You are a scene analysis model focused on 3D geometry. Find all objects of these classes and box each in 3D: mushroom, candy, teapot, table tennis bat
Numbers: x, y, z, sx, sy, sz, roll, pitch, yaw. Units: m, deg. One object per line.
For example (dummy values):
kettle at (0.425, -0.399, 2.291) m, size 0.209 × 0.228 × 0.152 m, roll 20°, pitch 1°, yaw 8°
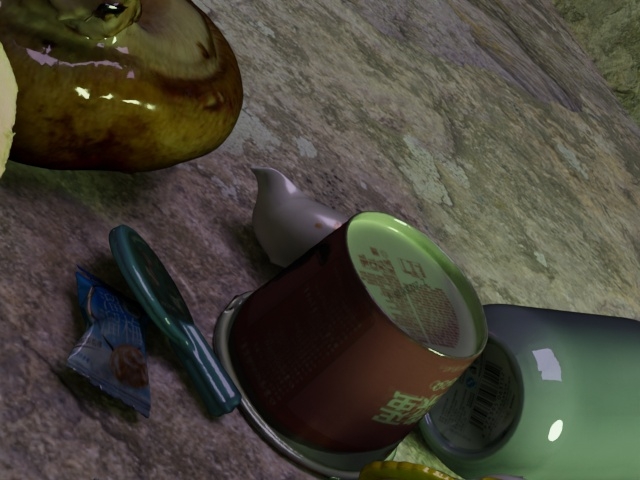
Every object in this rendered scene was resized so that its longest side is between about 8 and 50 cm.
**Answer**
mushroom at (-0.214, -0.209, 1.023) m, size 0.345 × 0.259 × 0.345 m, roll 28°, pitch 33°, yaw -20°
candy at (-0.182, 0.085, 0.919) m, size 0.088 × 0.038 × 0.136 m, roll 40°, pitch 25°, yaw -32°
teapot at (0.000, 0.000, 1.187) m, size 0.226 × 0.092 × 0.145 m, roll 26°, pitch -3°, yaw -33°
table tennis bat at (-0.135, 0.072, 0.975) m, size 0.201 × 0.033 × 0.124 m, roll 57°, pitch 4°, yaw 9°

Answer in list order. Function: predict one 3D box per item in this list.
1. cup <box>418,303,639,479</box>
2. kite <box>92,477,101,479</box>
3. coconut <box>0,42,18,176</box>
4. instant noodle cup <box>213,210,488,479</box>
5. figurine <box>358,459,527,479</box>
cup at (0.260, 0.175, 1.204) m, size 0.312 × 0.205 × 0.205 m, roll 12°, pitch 43°, yaw -45°
kite at (-0.185, 0.225, 0.764) m, size 0.137 × 0.005 × 0.152 m, roll 32°, pitch 30°, yaw -23°
coconut at (-0.359, -0.089, 0.714) m, size 0.233 × 0.245 × 0.233 m, roll -6°, pitch 90°, yaw -73°
instant noodle cup at (0.040, 0.094, 1.048) m, size 0.235 × 0.178 × 0.234 m, roll 31°, pitch 33°, yaw -23°
figurine at (0.118, 0.248, 0.993) m, size 0.129 × 0.178 × 0.109 m, roll 59°, pitch 42°, yaw -41°
